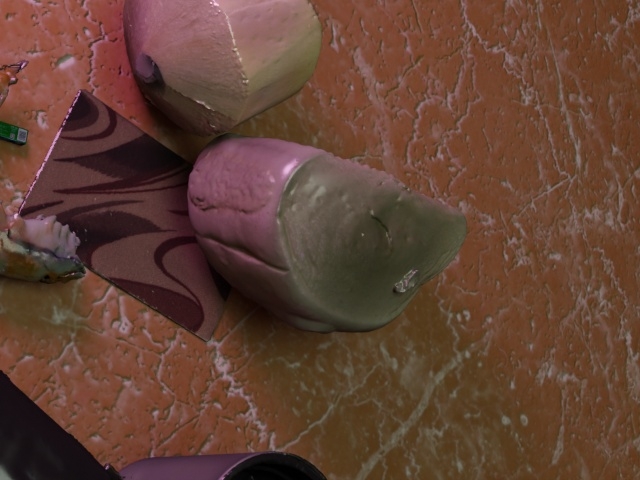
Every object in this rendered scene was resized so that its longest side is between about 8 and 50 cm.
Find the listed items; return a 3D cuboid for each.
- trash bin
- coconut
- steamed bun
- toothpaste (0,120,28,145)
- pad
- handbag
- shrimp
[{"bbox_3d":[-0.133,0.372,1.622,0.277,0.262,0.217,41,58,-24],"label":"trash bin"},{"bbox_3d":[-0.146,-0.262,1.770,0.244,0.239,0.239,-26,97,-39],"label":"coconut"},{"bbox_3d":[0.001,0.004,1.828,0.383,0.247,0.236,17,91,-44],"label":"steamed bun"},{"bbox_3d":[-0.410,-0.141,1.664,0.083,0.017,0.020,17,73,-35],"label":"toothpaste"},{"bbox_3d":[-0.236,-0.032,1.789,0.330,0.004,0.220,35,61,-29],"label":"pad"},{"bbox_3d":[-0.396,0.278,1.509,0.275,0.088,0.244,48,43,-15],"label":"handbag"},{"bbox_3d":[-0.407,-0.069,1.623,0.185,0.068,0.287,-17,89,-38],"label":"shrimp"}]
